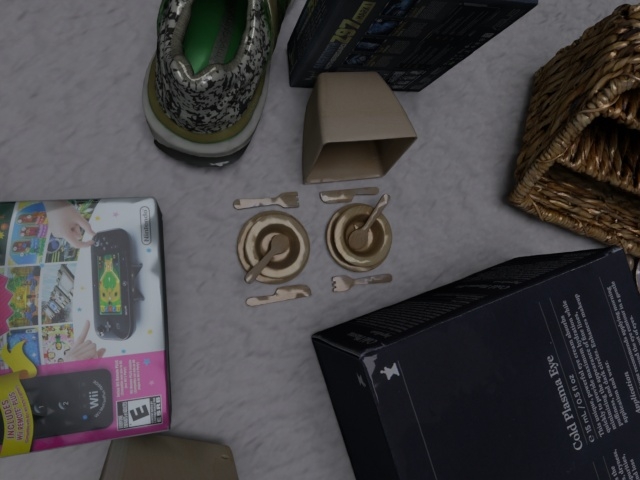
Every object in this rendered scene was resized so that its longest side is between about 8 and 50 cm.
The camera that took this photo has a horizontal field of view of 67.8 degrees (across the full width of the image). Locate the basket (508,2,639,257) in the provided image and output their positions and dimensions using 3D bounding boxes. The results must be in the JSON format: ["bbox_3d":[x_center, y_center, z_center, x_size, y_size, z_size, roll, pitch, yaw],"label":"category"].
[{"bbox_3d":[0.434,-0.118,0.599,0.299,0.213,0.223,21,75,-12],"label":"basket"}]

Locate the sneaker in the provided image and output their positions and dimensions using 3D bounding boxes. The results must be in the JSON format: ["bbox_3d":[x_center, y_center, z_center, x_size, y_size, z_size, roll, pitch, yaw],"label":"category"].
[{"bbox_3d":[-0.083,-0.290,0.495,0.158,0.182,0.410,10,82,-14],"label":"sneaker"}]

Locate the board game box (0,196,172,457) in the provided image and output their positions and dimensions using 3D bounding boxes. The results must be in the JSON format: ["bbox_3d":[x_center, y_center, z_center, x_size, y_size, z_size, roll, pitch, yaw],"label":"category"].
[{"bbox_3d":[-0.302,0.081,0.442,0.303,0.097,0.224,-4,85,-16],"label":"board game box"}]

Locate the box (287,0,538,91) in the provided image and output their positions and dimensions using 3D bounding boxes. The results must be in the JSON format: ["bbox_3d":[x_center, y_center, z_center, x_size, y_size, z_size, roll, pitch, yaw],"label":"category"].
[{"bbox_3d":[0.076,-0.226,0.507,0.183,0.232,0.059,-4,88,-15],"label":"box"}]

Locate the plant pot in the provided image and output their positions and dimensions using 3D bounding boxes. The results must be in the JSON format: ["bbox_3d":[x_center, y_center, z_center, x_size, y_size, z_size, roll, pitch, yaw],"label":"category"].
[{"bbox_3d":[0.033,-0.135,0.556,0.109,0.109,0.096,-7,76,-16],"label":"plant pot"}]

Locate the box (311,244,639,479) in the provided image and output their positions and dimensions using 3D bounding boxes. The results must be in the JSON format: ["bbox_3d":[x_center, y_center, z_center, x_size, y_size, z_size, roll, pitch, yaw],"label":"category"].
[{"bbox_3d":[0.200,0.217,0.524,0.312,0.179,0.343,-17,89,-17],"label":"box"}]

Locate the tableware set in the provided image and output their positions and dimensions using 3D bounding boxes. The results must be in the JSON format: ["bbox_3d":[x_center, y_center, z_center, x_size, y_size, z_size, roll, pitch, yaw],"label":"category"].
[{"bbox_3d":[0.000,0.000,0.563,0.194,0.039,0.128,-7,86,-16],"label":"tableware set"}]

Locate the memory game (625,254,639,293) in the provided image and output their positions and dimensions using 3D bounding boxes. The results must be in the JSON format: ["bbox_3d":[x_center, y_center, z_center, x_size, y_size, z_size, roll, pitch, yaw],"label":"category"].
[{"bbox_3d":[0.508,0.058,0.713,0.186,0.012,0.186,1,85,-16],"label":"memory game"}]

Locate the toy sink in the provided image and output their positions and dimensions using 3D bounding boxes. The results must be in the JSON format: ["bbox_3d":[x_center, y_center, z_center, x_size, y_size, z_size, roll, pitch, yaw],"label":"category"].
[{"bbox_3d":[-0.156,0.319,0.419,0.131,0.153,0.234,17,87,-17],"label":"toy sink"}]
